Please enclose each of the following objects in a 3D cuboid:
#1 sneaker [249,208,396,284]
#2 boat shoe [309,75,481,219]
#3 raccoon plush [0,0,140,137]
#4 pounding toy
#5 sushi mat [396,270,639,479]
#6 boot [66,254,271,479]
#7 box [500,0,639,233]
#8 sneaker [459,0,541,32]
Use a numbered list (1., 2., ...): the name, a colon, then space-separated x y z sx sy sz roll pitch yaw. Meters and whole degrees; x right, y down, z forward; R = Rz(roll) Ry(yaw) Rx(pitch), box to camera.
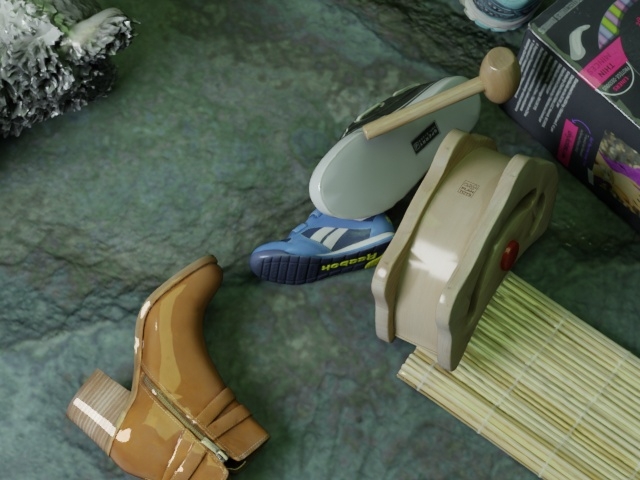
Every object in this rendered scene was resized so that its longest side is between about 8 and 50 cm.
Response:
1. sneaker: 0.000 0.000 1.432 0.144 0.053 0.059 -11 64 -20
2. boat shoe: 0.059 -0.085 1.456 0.219 0.070 0.078 -35 115 -36
3. raccoon plush: -0.333 -0.054 1.390 0.299 0.216 0.447 8 92 -18
4. pounding toy: 0.113 -0.033 1.413 0.154 0.154 0.270 24 78 22
5. sushi mat: 0.239 0.155 1.402 0.316 0.019 0.151 35 64 10
6. boot: -0.103 0.123 1.349 0.152 0.073 0.197 34 77 11
7. box: 0.327 -0.122 1.477 0.165 0.143 0.270 -40 75 -22
8. sneaker: 0.234 -0.336 1.529 0.110 0.122 0.283 23 90 -4
